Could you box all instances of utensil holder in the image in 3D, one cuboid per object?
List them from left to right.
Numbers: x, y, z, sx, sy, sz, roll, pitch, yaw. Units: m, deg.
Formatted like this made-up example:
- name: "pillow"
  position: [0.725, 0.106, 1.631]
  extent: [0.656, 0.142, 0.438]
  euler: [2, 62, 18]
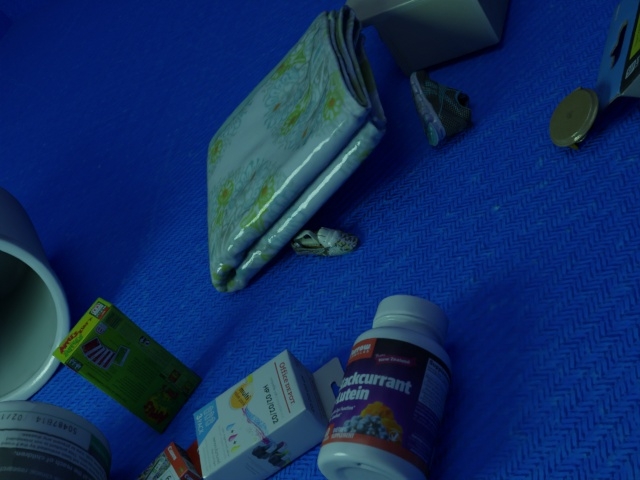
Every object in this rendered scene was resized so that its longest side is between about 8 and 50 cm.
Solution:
- name: "utensil holder"
  position: [-0.632, 0.075, 1.368]
  extent: [0.327, 0.327, 0.385]
  euler: [-44, 33, -4]

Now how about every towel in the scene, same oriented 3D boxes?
- name: "towel"
  position: [-0.057, -0.146, 1.178]
  extent: [0.374, 0.090, 0.320]
  euler: [-46, 30, 29]

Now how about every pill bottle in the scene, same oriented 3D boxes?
- name: "pill bottle"
  position: [-0.364, 0.382, 0.882]
  extent: [0.204, 0.204, 0.361]
  euler: [-27, 37, 19]
- name: "pill bottle"
  position: [0.074, 0.156, 0.800]
  extent: [0.108, 0.108, 0.193]
  euler: [-10, 45, 36]

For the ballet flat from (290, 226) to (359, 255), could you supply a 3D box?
- name: "ballet flat"
  position: [0.000, 0.000, 1.097]
  extent: [0.114, 0.041, 0.041]
  euler: [-3, 50, 41]

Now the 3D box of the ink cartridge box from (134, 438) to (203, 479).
- name: "ink cartridge box"
  position: [-0.179, 0.284, 0.966]
  extent: [0.115, 0.029, 0.063]
  euler: [-45, 35, -6]

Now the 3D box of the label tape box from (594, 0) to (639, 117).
- name: "label tape box"
  position: [0.453, -0.287, 0.888]
  extent: [0.334, 0.106, 0.241]
  euler: [116, 178, -60]

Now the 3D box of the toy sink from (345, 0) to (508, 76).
- name: "toy sink"
  position: [0.168, -0.368, 1.257]
  extent: [0.234, 0.131, 0.153]
  euler: [-12, 43, 34]

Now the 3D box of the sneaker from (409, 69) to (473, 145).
- name: "sneaker"
  position: [0.178, -0.200, 1.142]
  extent: [0.076, 0.065, 0.166]
  euler: [-16, 42, 6]

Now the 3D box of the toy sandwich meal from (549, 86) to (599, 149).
- name: "toy sandwich meal"
  position: [0.315, -0.149, 0.961]
  extent: [0.085, 0.029, 0.086]
  euler: [-46, 31, 39]

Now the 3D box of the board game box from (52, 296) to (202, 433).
- name: "board game box"
  position: [-0.249, 0.166, 1.027]
  extent: [0.043, 0.181, 0.092]
  euler: [15, 63, 50]

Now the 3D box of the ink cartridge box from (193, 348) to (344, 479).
- name: "ink cartridge box"
  position: [-0.054, 0.202, 0.910]
  extent: [0.181, 0.061, 0.104]
  euler: [-35, 36, 7]
